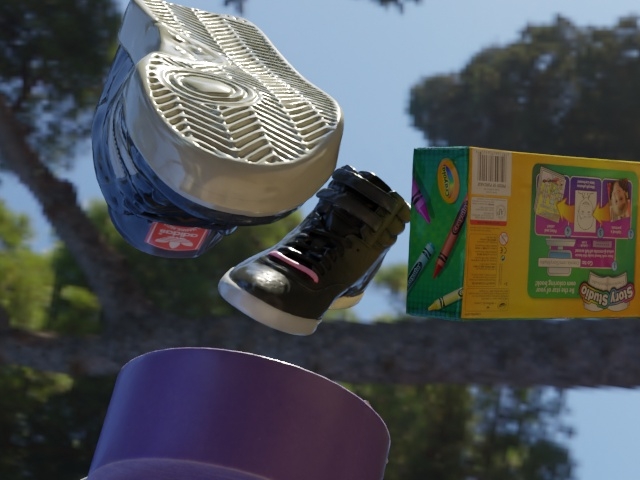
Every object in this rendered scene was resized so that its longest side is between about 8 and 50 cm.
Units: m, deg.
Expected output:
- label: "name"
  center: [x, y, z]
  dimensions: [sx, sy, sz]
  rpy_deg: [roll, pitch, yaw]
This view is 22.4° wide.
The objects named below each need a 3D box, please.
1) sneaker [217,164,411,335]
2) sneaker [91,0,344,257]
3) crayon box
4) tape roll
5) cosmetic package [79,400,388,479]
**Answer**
- label: "sneaker"
  center: [0.000, 0.000, 1.575]
  dimensions: [0.147, 0.104, 0.296]
  rpy_deg: [-62, -15, 16]
- label: "sneaker"
  center: [-0.075, -0.043, 0.993]
  dimensions: [0.131, 0.350, 0.148]
  rpy_deg: [13, -74, -12]
- label: "crayon box"
  center: [0.213, -0.004, 1.623]
  dimensions: [0.278, 0.081, 0.165]
  rpy_deg: [2, -89, -41]
- label: "tape roll"
  center: [-0.053, 0.149, 1.061]
  dimensions: [0.189, 0.189, 0.080]
  rpy_deg: [47, -133, -42]
- label: "cosmetic package"
  center: [-0.070, 0.183, 1.274]
  dimensions: [0.239, 0.099, 0.060]
  rpy_deg: [-8, -106, -41]
